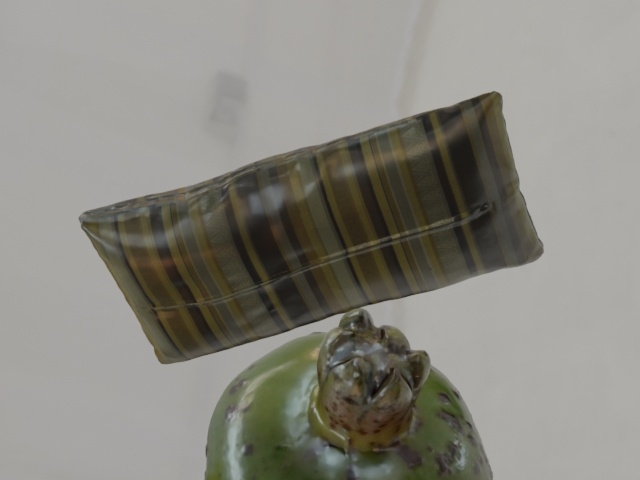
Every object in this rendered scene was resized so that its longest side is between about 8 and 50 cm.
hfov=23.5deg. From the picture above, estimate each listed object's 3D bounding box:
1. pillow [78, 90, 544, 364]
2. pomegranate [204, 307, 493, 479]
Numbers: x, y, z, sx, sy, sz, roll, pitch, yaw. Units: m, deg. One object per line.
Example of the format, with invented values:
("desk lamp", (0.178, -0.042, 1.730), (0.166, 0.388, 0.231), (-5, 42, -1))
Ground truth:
("pillow", (0.000, 0.000, 0.732), (0.203, 0.113, 0.038), (-17, 43, 8))
("pomegranate", (0.022, 0.142, 1.018), (0.248, 0.202, 0.202), (102, 167, -52))
